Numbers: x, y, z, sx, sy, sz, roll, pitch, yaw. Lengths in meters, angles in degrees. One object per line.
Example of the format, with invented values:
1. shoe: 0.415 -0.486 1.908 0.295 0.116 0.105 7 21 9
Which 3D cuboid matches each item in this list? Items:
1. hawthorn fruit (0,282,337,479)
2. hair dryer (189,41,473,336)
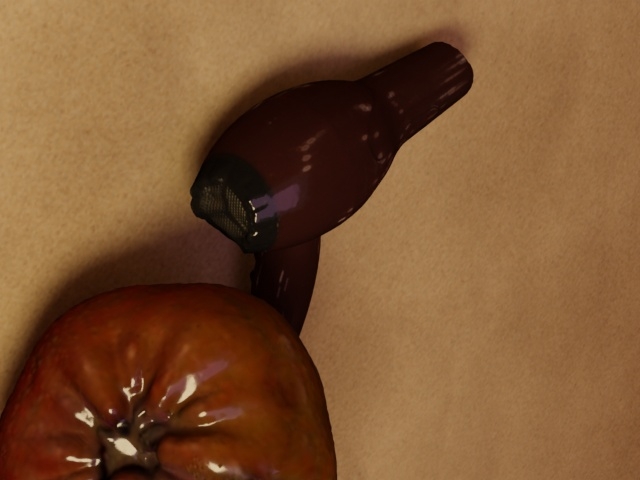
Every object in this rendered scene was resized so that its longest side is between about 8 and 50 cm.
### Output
1. hawthorn fruit: -0.111 0.169 1.321 0.277 0.277 0.298 -55 166 -4
2. hair dryer: 0.000 0.000 1.459 0.312 0.123 0.340 -31 144 -42
